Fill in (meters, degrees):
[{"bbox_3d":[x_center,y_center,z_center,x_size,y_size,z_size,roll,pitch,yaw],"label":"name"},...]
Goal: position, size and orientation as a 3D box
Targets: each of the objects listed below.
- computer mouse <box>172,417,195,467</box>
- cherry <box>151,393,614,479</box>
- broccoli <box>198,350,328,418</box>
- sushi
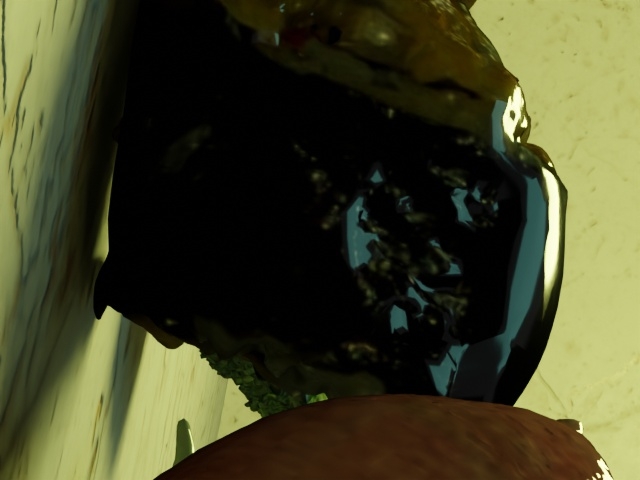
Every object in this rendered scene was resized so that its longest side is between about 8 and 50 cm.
[{"bbox_3d":[-0.082,0.241,0.794,0.199,0.115,0.389,126,-33,-50],"label":"computer mouse"},{"bbox_3d":[0.000,0.180,0.585,0.307,0.221,0.261,-60,155,-20],"label":"cherry"},{"bbox_3d":[-0.003,0.002,1.030,0.176,0.226,0.198,-36,-172,6],"label":"broccoli"},{"bbox_3d":[0.002,-0.039,0.739,0.204,0.213,0.200,-66,-157,-3],"label":"sushi"}]
